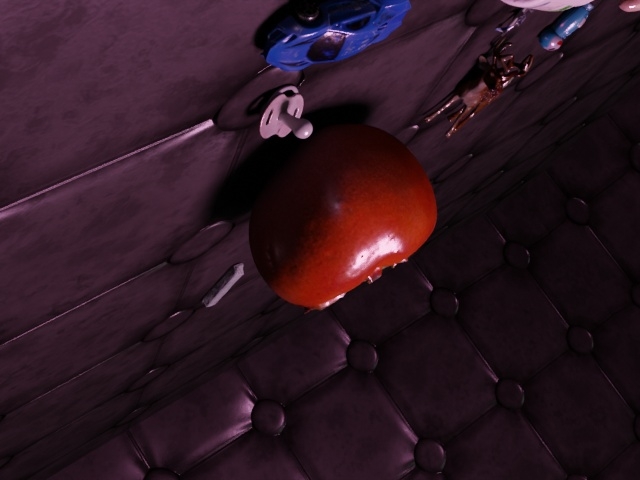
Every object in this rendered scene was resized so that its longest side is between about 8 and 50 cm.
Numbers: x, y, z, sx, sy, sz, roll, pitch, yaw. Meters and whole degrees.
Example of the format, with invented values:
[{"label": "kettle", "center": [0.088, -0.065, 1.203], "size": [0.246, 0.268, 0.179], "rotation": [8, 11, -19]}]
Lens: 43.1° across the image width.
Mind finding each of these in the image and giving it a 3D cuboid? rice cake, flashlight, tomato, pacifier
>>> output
[{"label": "rice cake", "center": [-0.230, 0.107, 1.920], "size": [0.033, 0.029, 0.171], "rotation": [-14, 156, -45]}, {"label": "flashlight", "center": [0.515, -0.454, 1.702], "size": [0.129, 0.051, 0.051], "rotation": [-47, 164, 28]}, {"label": "tomato", "center": [0.026, -0.050, 1.423], "size": [0.341, 0.273, 0.341], "rotation": [-28, -178, 1]}, {"label": "pacifier", "center": [-0.043, -0.177, 1.167], "size": [0.099, 0.078, 0.081], "rotation": [-16, 137, -56]}]

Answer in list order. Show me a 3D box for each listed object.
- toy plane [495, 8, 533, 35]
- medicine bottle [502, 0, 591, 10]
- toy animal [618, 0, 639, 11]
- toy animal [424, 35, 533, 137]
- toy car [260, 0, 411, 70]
[{"label": "toy plane", "center": [0.364, -0.409, 1.498], "size": [0.084, 0.024, 0.078], "rotation": [-38, -174, 18]}, {"label": "medicine bottle", "center": [0.334, -0.402, 1.167], "size": [0.139, 0.139, 0.237], "rotation": [-42, 168, 34]}, {"label": "toy animal", "center": [0.602, -0.526, 1.340], "size": [0.213, 0.195, 0.256], "rotation": [-25, 170, -8]}, {"label": "toy animal", "center": [0.336, -0.324, 1.691], "size": [0.260, 0.087, 0.243], "rotation": [-43, 180, 30]}, {"label": "toy car", "center": [0.024, -0.266, 1.017], "size": [0.216, 0.063, 0.103], "rotation": [-29, 168, -26]}]
